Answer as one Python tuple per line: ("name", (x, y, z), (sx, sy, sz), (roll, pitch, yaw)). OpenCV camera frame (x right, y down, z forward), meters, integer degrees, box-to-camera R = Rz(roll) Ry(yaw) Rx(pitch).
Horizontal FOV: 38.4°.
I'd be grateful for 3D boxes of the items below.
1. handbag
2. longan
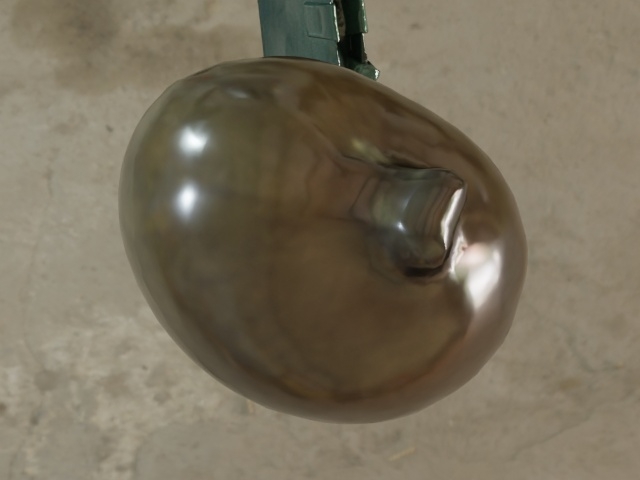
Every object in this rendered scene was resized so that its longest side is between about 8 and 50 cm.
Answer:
("handbag", (-0.009, -0.333, 1.367), (0.089, 0.238, 0.326), (-13, 111, -25))
("longan", (0.000, 0.000, 0.646), (0.300, 0.300, 0.243), (14, 78, 11))
